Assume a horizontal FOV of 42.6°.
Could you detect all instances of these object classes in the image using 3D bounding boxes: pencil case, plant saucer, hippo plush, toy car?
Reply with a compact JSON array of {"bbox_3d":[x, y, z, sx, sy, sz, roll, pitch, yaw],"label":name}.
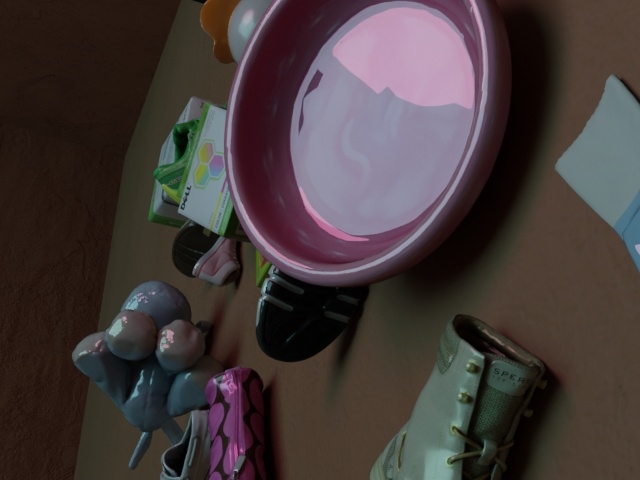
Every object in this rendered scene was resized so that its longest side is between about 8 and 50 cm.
[{"bbox_3d":[-0.107,0.259,1.055,0.209,0.095,0.098,-102,-3,-48],"label":"pencil case"},{"bbox_3d":[0.044,-0.119,0.781,0.332,0.084,0.331,-8,78,42],"label":"plant saucer"},{"bbox_3d":[-0.252,0.193,1.413,0.236,0.235,0.294,-74,-33,-58],"label":"hippo plush"},{"bbox_3d":[-0.017,-0.251,0.958,0.219,0.238,0.210,-150,76,-69],"label":"toy car"}]

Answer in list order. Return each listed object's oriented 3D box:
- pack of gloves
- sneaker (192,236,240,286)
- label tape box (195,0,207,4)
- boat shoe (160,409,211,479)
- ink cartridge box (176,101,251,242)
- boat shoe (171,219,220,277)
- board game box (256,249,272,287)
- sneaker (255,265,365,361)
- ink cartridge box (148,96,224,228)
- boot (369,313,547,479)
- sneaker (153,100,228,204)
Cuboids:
[{"bbox_3d":[0.217,-0.070,0.479,0.232,0.046,0.195,-104,35,-54],"label":"pack of gloves"},{"bbox_3d":[-0.163,0.035,1.444,0.134,0.070,0.051,-53,-14,-50],"label":"sneaker"},{"bbox_3d":[-0.112,-0.440,1.354,0.334,0.241,0.105,147,132,-63],"label":"label tape box"},{"bbox_3d":[-0.204,0.344,1.260,0.095,0.084,0.258,-104,35,-54],"label":"boat shoe"},{"bbox_3d":[-0.174,-0.125,1.350,0.255,0.097,0.188,25,101,41],"label":"ink cartridge box"},{"bbox_3d":[-0.196,-0.030,1.537,0.095,0.095,0.257,-46,-5,-48],"label":"boat shoe"},{"bbox_3d":[-0.038,-0.021,1.136,0.092,0.043,0.181,-95,28,-44],"label":"board game box"},{"bbox_3d":[0.000,0.000,0.961,0.281,0.107,0.162,-65,14,-1],"label":"sneaker"},{"bbox_3d":[-0.278,-0.159,1.784,0.273,0.115,0.198,146,135,-62],"label":"ink cartridge box"},{"bbox_3d":[0.107,0.159,0.566,0.213,0.077,0.165,-117,48,-66],"label":"boot"},{"bbox_3d":[-0.210,-0.201,1.555,0.295,0.124,0.109,-60,10,-30],"label":"sneaker"}]
